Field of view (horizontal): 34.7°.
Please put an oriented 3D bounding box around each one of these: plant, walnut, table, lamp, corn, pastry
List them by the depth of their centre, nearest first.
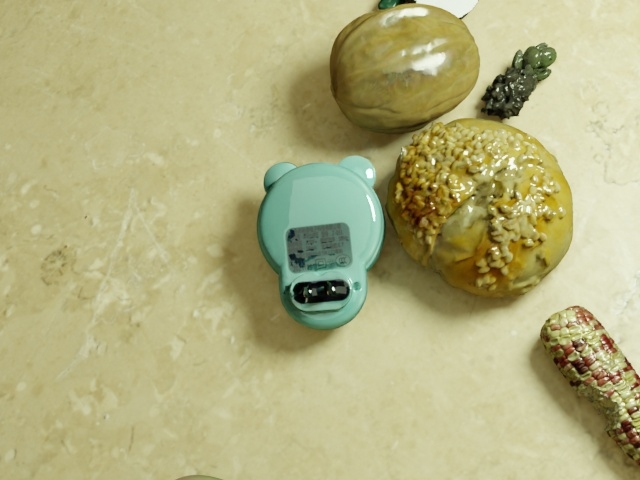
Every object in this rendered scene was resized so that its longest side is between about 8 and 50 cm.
[{"bbox_3d":[0.438,0.227,1.544,0.098,0.098,0.290,-31,71,-3],"label":"corn"},{"bbox_3d":[0.252,-0.068,1.630,0.284,0.184,0.316,-41,69,-8],"label":"pastry"},{"bbox_3d":[0.002,0.004,1.662,0.209,0.147,0.284,-6,61,9],"label":"lamp"},{"bbox_3d":[0.141,-0.290,1.717,0.260,0.225,0.225,-25,68,-6],"label":"walnut"},{"bbox_3d":[0.343,-0.278,1.754,0.174,0.087,0.085,-48,45,-14],"label":"plant"},{"bbox_3d":[0.219,-0.454,1.824,0.133,0.043,0.134,0,90,-6],"label":"table"}]

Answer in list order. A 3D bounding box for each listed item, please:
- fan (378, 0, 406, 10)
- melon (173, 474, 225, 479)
[{"bbox_3d":[0.157,-0.471,1.869,0.082,0.039,0.155,33,79,17],"label":"fan"},{"bbox_3d":[-0.131,0.481,1.471,0.317,0.223,0.223,39,80,14],"label":"melon"}]
